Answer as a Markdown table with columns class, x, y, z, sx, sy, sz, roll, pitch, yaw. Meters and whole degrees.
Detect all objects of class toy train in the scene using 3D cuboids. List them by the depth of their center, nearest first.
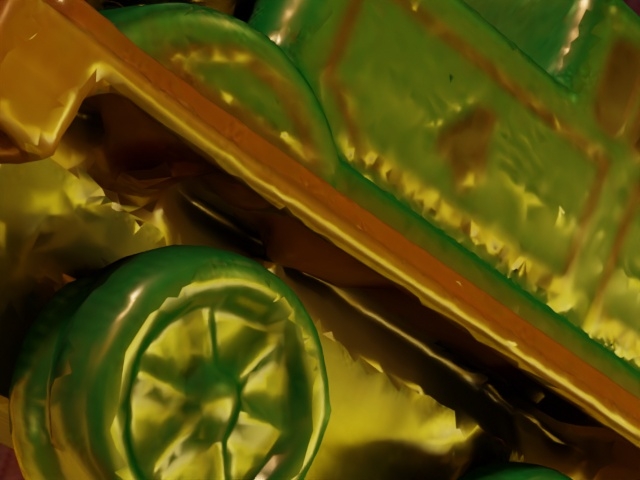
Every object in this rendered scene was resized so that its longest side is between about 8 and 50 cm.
| class | x | y | z | sx | sy | sz | roll | pitch | yaw |
| --- | --- | --- | --- | --- | --- | --- | --- | --- | --- |
| toy train | 0.000 | 0.000 | 0.585 | 0.178 | 0.429 | 0.249 | 4 | -114 | 50 |
